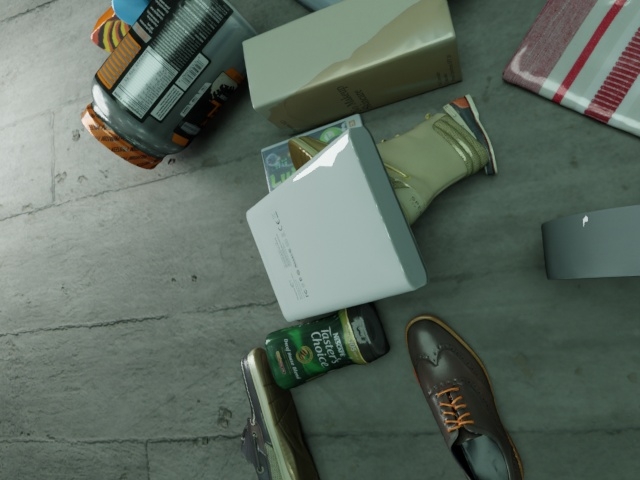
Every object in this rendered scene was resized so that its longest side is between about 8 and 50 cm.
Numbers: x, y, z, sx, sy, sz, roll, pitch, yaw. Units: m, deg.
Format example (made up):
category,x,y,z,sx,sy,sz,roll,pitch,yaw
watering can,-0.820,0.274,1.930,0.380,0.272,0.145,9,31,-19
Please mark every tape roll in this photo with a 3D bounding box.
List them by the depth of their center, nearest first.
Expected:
category,x,y,z,sx,sy,sz,roll,pitch,yaw
tape roll,0.377,0.005,0.530,0.219,0.219,0.072,-4,84,20

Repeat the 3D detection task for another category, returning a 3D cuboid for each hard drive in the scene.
category,x,y,z,sx,sy,sz,roll,pitch,yaw
hard drive,0.000,0.000,0.659,0.308,0.040,0.202,-27,83,54

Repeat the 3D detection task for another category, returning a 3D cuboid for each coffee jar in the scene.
category,x,y,z,sx,sy,sz,roll,pitch,yaw
coffee jar,0.011,0.163,0.723,0.185,0.079,0.096,-23,77,16

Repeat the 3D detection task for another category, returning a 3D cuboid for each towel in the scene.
category,x,y,z,sx,sy,sz,roll,pitch,yaw
towel,0.461,-0.264,0.628,0.329,0.037,0.237,33,96,21

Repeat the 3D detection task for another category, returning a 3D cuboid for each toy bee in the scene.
category,x,y,z,sx,sy,sz,roll,pitch,yaw
toy bee,-0.313,-0.442,0.888,0.298,0.162,0.195,-6,63,51

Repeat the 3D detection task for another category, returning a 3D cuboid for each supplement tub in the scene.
category,x,y,z,sx,sy,sz,roll,pitch,yaw
supplement tub,-0.263,-0.292,0.819,0.316,0.194,0.193,-46,71,10

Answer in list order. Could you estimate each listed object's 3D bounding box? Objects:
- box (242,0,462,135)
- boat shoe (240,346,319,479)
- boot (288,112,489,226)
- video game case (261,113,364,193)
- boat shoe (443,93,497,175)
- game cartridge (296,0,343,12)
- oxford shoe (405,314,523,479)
category,x,y,z,sx,sy,sz,roll,pitch,yaw
box,0.051,-0.284,0.727,0.311,0.148,0.121,-14,80,20
boat shoe,-0.081,0.317,0.729,0.093,0.103,0.285,-23,82,12
boot,0.092,-0.127,0.698,0.203,0.095,0.262,-36,46,-18
video game case,-0.001,-0.106,0.789,0.191,0.022,0.173,-16,78,18
boat shoe,0.228,-0.156,0.695,0.043,0.049,0.136,-21,73,14
game cartridge,0.072,-0.527,0.797,0.198,0.062,0.297,44,99,24
oxford shoe,0.197,0.227,0.634,0.097,0.098,0.271,-32,74,14
